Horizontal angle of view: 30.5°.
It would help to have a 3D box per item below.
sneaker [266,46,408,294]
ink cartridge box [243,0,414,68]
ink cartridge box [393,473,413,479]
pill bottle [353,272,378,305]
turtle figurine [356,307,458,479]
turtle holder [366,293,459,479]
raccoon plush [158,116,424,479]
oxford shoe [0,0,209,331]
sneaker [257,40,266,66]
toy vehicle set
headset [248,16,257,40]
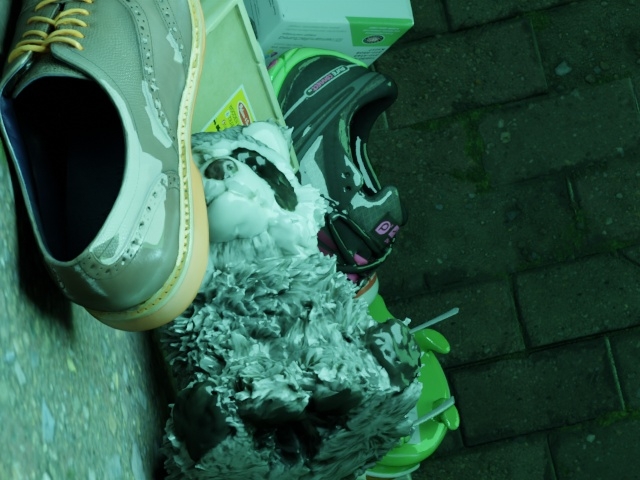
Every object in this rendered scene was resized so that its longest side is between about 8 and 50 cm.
[{"bbox_3d":[0.000,0.000,1.440,0.185,0.202,0.483,16,80,-77],"label":"sneaker"},{"bbox_3d":[-0.029,-0.291,1.642,0.278,0.201,0.117,-36,-118,58],"label":"ink cartridge box"},{"bbox_3d":[0.123,0.509,2.325,0.231,0.134,0.078,73,5,-47],"label":"ink cartridge box"},{"bbox_3d":[-0.036,-0.045,1.659,0.181,0.181,0.323,-91,167,-70],"label":"pill bottle"},{"bbox_3d":[0.091,0.220,1.623,0.266,0.274,0.198,-78,-168,-46],"label":"turtle figurine"},{"bbox_3d":[0.058,0.237,1.880,0.320,0.243,0.227,56,-37,19],"label":"turtle holder"},{"bbox_3d":[-0.090,0.107,1.067,0.299,0.216,0.446,63,-33,34],"label":"raccoon plush"},{"bbox_3d":[-0.155,-0.126,0.809,0.133,0.130,0.364,46,29,-66],"label":"oxford shoe"},{"bbox_3d":[-0.134,-0.273,1.542,0.152,0.114,0.305,-41,118,-84],"label":"sneaker"},{"bbox_3d":[-0.109,-0.105,1.192,0.166,0.035,0.267,-52,149,-23],"label":"toy vehicle set"},{"bbox_3d":[-0.183,-0.307,1.183,0.394,0.185,0.243,58,8,-25],"label":"headset"}]
